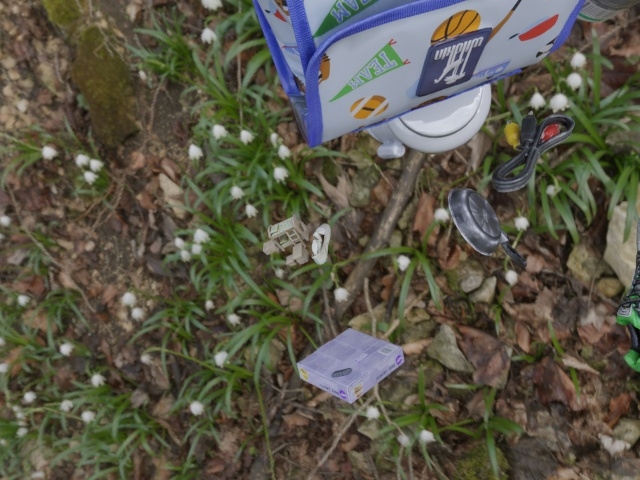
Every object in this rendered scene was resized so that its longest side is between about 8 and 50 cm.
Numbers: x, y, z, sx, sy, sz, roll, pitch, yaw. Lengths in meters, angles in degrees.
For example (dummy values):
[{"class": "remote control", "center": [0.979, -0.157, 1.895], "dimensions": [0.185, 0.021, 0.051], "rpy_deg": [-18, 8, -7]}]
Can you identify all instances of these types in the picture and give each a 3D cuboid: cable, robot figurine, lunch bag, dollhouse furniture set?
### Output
[{"class": "cable", "center": [0.426, -0.173, 1.114], "dimensions": [0.140, 0.072, 0.287], "rpy_deg": [6, 45, 24]}, {"class": "robot figurine", "center": [0.243, -0.388, 1.648], "dimensions": [0.353, 0.200, 0.299], "rpy_deg": [-155, 84, -73]}, {"class": "lunch bag", "center": [0.086, -0.303, 0.543], "dimensions": [0.328, 0.385, 0.239], "rpy_deg": [-21, 41, -6]}, {"class": "dollhouse furniture set", "center": [-0.143, 0.021, 1.929], "dimensions": [0.182, 0.101, 0.161], "rpy_deg": [-24, 42, 23]}]

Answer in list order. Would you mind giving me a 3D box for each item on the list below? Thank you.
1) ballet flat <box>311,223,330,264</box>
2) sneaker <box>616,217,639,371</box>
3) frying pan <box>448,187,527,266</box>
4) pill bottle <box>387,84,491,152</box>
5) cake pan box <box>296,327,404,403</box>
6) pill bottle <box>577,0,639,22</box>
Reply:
[{"class": "ballet flat", "center": [0.000, 0.000, 1.766], "dimensions": [0.057, 0.052, 0.168], "rpy_deg": [-28, 40, 30]}, {"class": "sneaker", "center": [0.678, 0.108, 1.114], "dimensions": [0.146, 0.134, 0.343], "rpy_deg": [-5, 91, -6]}, {"class": "frying pan", "center": [0.445, -0.009, 1.442], "dimensions": [0.053, 0.326, 0.197], "rpy_deg": [-35, 12, 39]}, {"class": "pill bottle", "center": [0.198, -0.238, 0.958], "dimensions": [0.176, 0.318, 0.176], "rpy_deg": [2, 98, 11]}, {"class": "cake pan box", "center": [0.099, 0.390, 1.792], "dimensions": [0.267, 0.070, 0.246], "rpy_deg": [-28, 27, -36]}, {"class": "pill bottle", "center": [0.685, -0.627, 1.174], "dimensions": [0.204, 0.204, 0.361], "rpy_deg": [-51, 8, -8]}]
